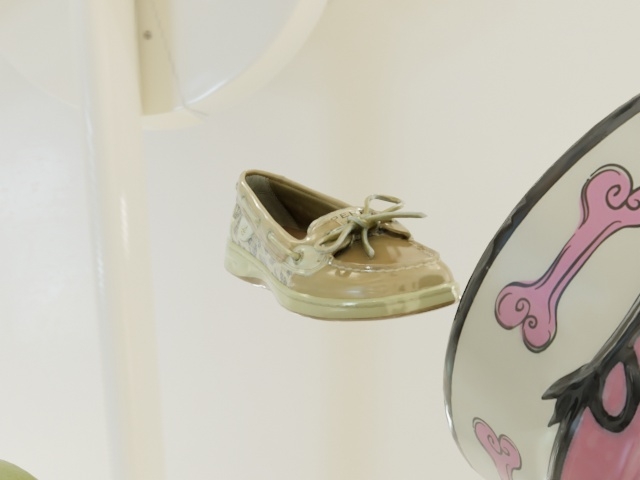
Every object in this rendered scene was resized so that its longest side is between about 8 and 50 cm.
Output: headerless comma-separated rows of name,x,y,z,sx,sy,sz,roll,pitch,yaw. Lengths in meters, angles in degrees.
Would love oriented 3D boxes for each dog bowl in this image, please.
dog bowl,0.295,0.081,0.606,0.408,0.150,0.407,-12,-53,-16

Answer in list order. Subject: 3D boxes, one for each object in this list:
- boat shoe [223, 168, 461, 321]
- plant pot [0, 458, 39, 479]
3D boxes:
boat shoe,0.000,0.000,0.732,0.285,0.105,0.089,14,-71,54
plant pot,-0.330,0.254,0.524,0.367,0.353,0.366,-4,-99,27
